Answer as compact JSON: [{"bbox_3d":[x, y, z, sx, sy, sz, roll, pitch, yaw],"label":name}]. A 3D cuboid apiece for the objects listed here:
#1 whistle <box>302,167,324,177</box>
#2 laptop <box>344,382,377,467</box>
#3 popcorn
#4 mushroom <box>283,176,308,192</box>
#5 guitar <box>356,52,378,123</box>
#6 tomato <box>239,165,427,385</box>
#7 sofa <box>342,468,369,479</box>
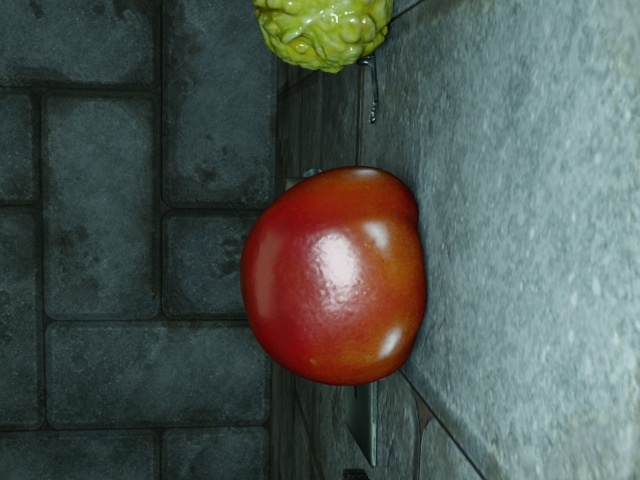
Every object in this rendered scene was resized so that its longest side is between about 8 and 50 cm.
[{"bbox_3d":[0.001,-0.044,1.669,0.312,0.062,0.062,-98,12,-47],"label":"whistle"},{"bbox_3d":[0.067,0.261,1.320,0.269,0.015,0.187,-165,76,-82],"label":"laptop"},{"bbox_3d":[0.007,-0.373,1.150,0.251,0.206,0.237,-84,-3,-57],"label":"popcorn"},{"bbox_3d":[0.000,0.000,1.441,0.128,0.128,0.350,101,165,-53],"label":"mushroom"},{"bbox_3d":[0.077,-0.296,1.251,0.088,0.025,0.233,113,157,-68],"label":"guitar"},{"bbox_3d":[0.011,0.048,0.980,0.298,0.226,0.298,-178,90,-79],"label":"tomato"},{"bbox_3d":[0.063,0.421,1.253,0.118,0.039,0.060,-158,69,-82],"label":"sofa"}]
